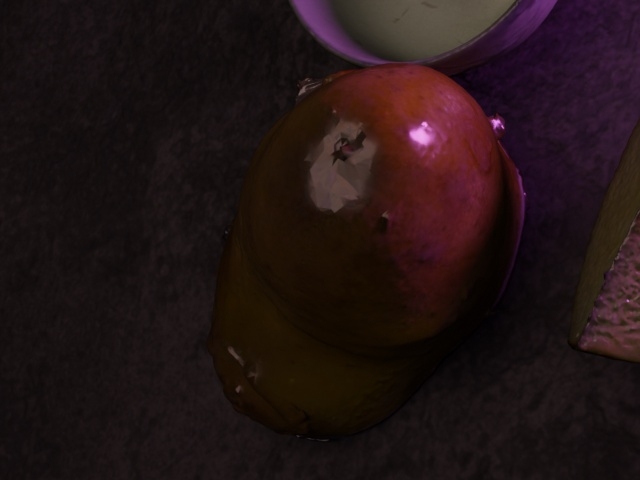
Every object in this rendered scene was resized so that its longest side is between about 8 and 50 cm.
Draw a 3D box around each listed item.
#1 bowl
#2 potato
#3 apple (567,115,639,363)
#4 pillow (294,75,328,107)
[{"bbox_3d":[0.122,-0.298,1.966,0.307,0.163,0.307,-5,79,26],"label":"bowl"},{"bbox_3d":[0.000,0.000,1.860,0.397,0.296,0.290,-40,74,14],"label":"potato"},{"bbox_3d":[0.344,-0.040,1.751,0.254,0.179,0.346,22,90,48],"label":"apple"},{"bbox_3d":[0.006,-0.054,2.052,0.135,0.049,0.248,6,78,34],"label":"pillow"}]
